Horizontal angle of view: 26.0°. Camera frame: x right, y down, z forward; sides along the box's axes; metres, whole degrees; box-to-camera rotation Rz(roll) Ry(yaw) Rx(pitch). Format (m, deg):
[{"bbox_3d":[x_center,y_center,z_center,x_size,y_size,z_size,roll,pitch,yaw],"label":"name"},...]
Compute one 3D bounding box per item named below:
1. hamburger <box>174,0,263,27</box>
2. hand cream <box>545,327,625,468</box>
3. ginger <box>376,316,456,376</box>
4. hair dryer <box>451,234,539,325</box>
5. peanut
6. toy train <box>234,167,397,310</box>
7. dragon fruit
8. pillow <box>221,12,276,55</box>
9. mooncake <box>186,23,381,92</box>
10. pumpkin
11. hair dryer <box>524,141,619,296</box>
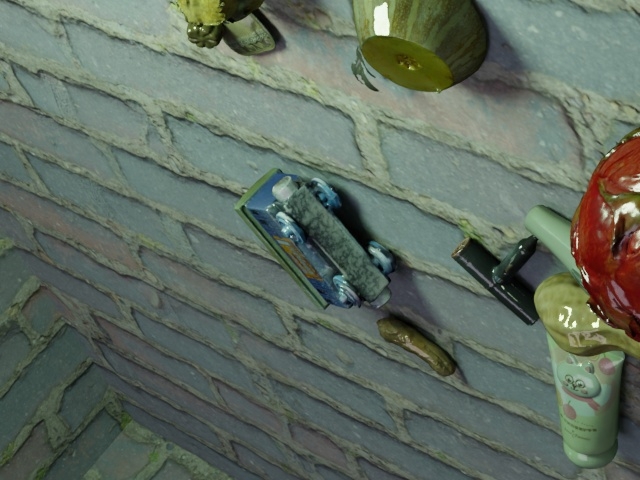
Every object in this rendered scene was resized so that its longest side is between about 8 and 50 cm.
[{"bbox_3d":[-0.174,-0.432,1.911,0.211,0.132,0.309,3,137,54],"label":"hamburger"},{"bbox_3d":[0.444,0.257,2.291,0.147,0.093,0.306,24,142,34],"label":"hand cream"},{"bbox_3d":[0.180,0.199,2.607,0.173,0.051,0.069,39,160,8],"label":"ginger"},{"bbox_3d":[0.314,0.046,2.150,0.173,0.050,0.195,41,153,-8],"label":"hair dryer"},{"bbox_3d":[0.416,0.115,2.009,0.274,0.125,0.111,8,139,52],"label":"peanut"},{"bbox_3d":[0.000,0.000,2.439,0.300,0.131,0.202,51,162,-22],"label":"toy train"},{"bbox_3d":[0.430,-0.002,1.611,0.277,0.277,0.342,31,157,19],"label":"dragon fruit"},{"bbox_3d":[-0.158,-0.368,2.124,0.217,0.033,0.130,50,153,-24],"label":"pillow"},{"bbox_3d":[-0.052,-0.284,2.066,0.346,0.057,0.150,12,163,47],"label":"mooncake"},{"bbox_3d":[0.111,-0.269,1.821,0.217,0.110,0.217,27,152,16],"label":"pumpkin"},{"bbox_3d":[0.361,-0.041,1.904,0.229,0.092,0.267,25,134,54],"label":"hair dryer"}]
